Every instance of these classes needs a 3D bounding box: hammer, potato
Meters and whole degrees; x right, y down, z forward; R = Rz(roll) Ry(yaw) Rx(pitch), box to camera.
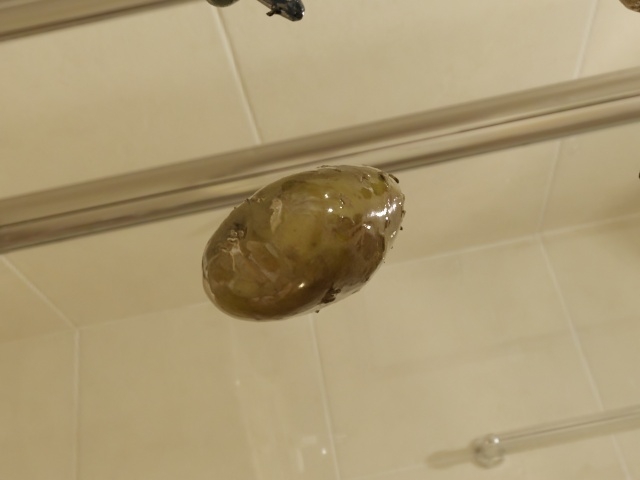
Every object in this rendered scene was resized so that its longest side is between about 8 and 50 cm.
[{"bbox_3d":[-0.084,-0.297,0.828,0.194,0.069,0.116,42,-16,32],"label":"hammer"},{"bbox_3d":[0.000,0.000,0.802,0.141,0.191,0.296,49,33,8],"label":"potato"}]

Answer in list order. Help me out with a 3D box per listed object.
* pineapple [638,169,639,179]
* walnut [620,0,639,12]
[{"bbox_3d":[0.411,-0.043,0.709,0.170,0.141,0.310,-63,-178,24],"label":"pineapple"},{"bbox_3d":[0.543,-0.420,1.112,0.245,0.198,0.198,-73,153,-68],"label":"walnut"}]
